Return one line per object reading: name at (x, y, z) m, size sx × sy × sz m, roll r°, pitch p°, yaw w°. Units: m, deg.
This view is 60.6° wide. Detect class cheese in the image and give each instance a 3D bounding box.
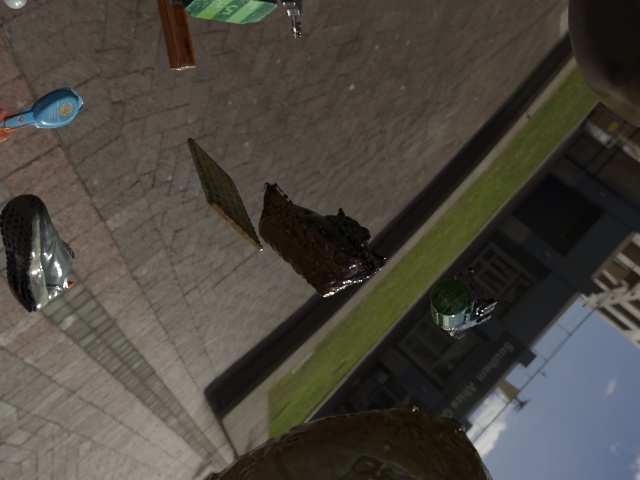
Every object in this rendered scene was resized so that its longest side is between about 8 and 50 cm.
cheese at (-0.678, -0.304, 1.313) m, size 0.256 × 0.037 × 0.106 m, roll -38°, pitch 154°, yaw -47°

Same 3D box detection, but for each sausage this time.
sausage at (-0.374, -0.561, 1.404) m, size 0.071 × 0.071 × 0.234 m, roll -27°, pitch 115°, yaw -51°

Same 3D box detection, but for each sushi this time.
sushi at (-0.001, 0.000, 1.016) m, size 0.149 × 0.287 × 0.140 m, roll 24°, pitch 104°, yaw -49°

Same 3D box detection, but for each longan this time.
longan at (0.426, -0.264, 0.647) m, size 0.243 × 0.300 × 0.300 m, roll -49°, pitch 166°, yaw 28°

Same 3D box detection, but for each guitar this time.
guitar at (-0.061, -0.543, 1.290) m, size 0.271 × 0.038 × 0.083 m, roll 39°, pitch 54°, yaw -86°

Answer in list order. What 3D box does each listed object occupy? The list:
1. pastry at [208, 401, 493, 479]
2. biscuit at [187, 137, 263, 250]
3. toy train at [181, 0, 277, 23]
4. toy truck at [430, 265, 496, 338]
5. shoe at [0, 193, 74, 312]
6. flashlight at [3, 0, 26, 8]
pastry at (0.024, 0.264, 0.510) m, size 0.330 × 0.136 × 0.329 m, roll -8°, pitch 135°, yaw -8°
biscuit at (-0.166, -0.084, 0.921) m, size 0.016 × 0.231 × 0.139 m, roll -37°, pitch 130°, yaw 6°
toy train at (-0.207, -0.648, 1.330) m, size 0.238 × 0.166 × 0.299 m, roll -19°, pitch 178°, yaw 38°
toy truck at (0.307, 0.145, 1.220) m, size 0.125 × 0.101 × 0.242 m, roll -31°, pitch 156°, yaw 1°
shoe at (-0.371, 0.011, 0.731) m, size 0.077 × 0.074 × 0.194 m, roll -30°, pitch 150°, yaw -45°
flashlight at (-0.654, -0.546, 1.062) m, size 0.048 × 0.093 × 0.200 m, roll -34°, pitch 134°, yaw -8°
